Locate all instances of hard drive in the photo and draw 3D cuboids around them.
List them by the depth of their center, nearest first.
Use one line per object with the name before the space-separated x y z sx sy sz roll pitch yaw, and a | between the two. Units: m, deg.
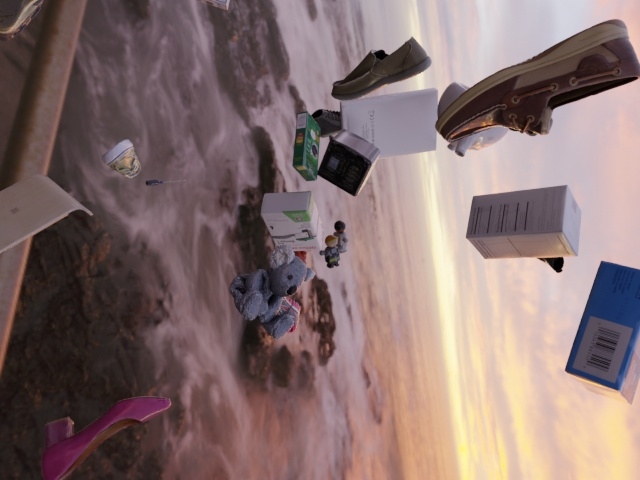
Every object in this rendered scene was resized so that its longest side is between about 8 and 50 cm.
hard drive | 0.253 -0.418 1.852 0.047 0.352 0.233 -106 -172 -57

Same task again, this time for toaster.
toaster | 0.095 -0.271 1.720 0.110 0.168 0.186 -54 171 -44

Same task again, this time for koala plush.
koala plush | -0.131 0.123 1.454 0.196 0.221 0.203 45 2 -41

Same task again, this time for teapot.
teapot | 0.461 -0.368 1.587 0.256 0.187 0.252 3 37 -42

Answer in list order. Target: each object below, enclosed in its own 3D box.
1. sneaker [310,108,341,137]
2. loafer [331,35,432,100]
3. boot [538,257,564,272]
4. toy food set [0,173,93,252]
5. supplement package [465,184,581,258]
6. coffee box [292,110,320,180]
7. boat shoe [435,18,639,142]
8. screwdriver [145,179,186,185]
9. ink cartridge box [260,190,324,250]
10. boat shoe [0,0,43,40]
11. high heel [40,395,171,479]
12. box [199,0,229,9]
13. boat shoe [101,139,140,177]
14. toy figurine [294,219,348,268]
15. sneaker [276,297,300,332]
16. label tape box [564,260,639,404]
sneaker | 0.071 -0.538 2.203 0.118 0.221 0.083 51 22 -45
loafer | 0.130 -0.400 1.171 0.088 0.251 0.094 64 31 -21
boot | 0.727 -0.006 1.613 0.137 0.076 0.198 -101 166 -67
toy food set | -0.834 -0.050 1.410 0.306 0.219 0.092 -41 150 -31
supplement package | 0.525 -0.041 1.310 0.139 0.244 0.134 38 60 -41
coffee box | -0.041 -0.286 1.539 0.113 0.040 0.184 39 52 -63
boat shoe | 0.372 -0.242 0.890 0.123 0.341 0.123 1 69 -61
screwdriver | -0.617 -0.232 2.021 0.169 0.024 0.025 -5 97 -41
ink cartridge box | -0.088 -0.059 1.677 0.219 0.160 0.093 70 22 -52
boat shoe | -0.732 -0.582 1.232 0.073 0.080 0.224 -30 -143 59
high heel | -0.628 0.592 1.505 0.127 0.377 0.181 87 -15 -57
box | -0.443 -0.927 1.731 0.087 0.289 0.169 -118 -136 -73
boat shoe | -0.661 -0.272 1.719 0.094 0.109 0.302 51 -7 -12
toy figurine | 0.000 0.000 1.976 0.213 0.209 0.148 -50 139 -57
sneaker | -0.179 0.268 2.036 0.299 0.120 0.112 41 39 -40
label tape box | 0.670 0.223 1.126 0.347 0.115 0.249 32 78 -47
